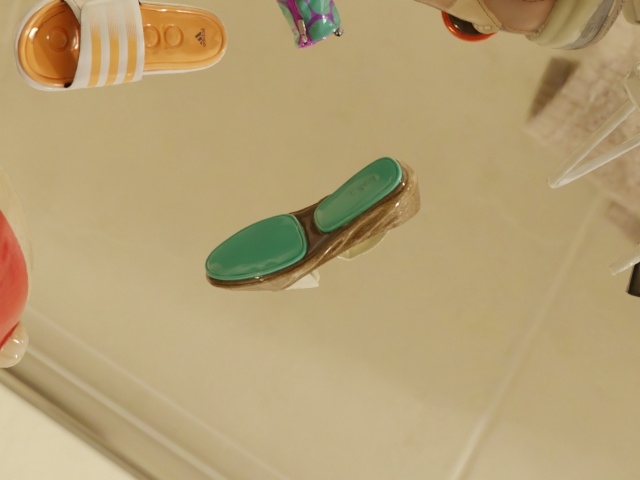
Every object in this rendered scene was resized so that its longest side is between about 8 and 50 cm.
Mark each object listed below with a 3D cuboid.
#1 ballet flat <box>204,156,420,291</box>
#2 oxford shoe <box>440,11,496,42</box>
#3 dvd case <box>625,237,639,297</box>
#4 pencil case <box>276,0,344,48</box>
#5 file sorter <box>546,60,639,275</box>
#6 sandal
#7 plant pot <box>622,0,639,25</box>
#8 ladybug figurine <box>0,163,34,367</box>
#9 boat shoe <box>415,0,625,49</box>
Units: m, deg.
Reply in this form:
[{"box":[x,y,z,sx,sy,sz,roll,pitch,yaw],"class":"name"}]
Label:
[{"box":[0.000,0.000,1.624,0.342,0.116,0.124,-31,137,10],"class":"ballet flat"},{"box":[0.228,-0.329,1.197,0.271,0.097,0.098,-44,-176,9],"class":"oxford shoe"},{"box":[0.353,-0.081,1.084,0.179,0.030,0.238,-39,141,-58],"class":"dvd case"},{"box":[-0.031,-0.301,1.301,0.151,0.065,0.070,61,34,-28],"class":"pencil case"},{"box":[0.291,0.015,0.626,0.193,0.277,0.173,-27,168,-17],"class":"file sorter"},{"box":[-0.199,-0.222,1.200,0.265,0.076,0.101,-13,102,-37],"class":"sandal"},{"box":[0.346,-0.347,0.821,0.323,0.323,0.280,-36,110,-51],"class":"plant pot"},{"box":[-0.401,-0.006,0.763,0.305,0.449,0.162,-53,-152,18],"class":"ladybug figurine"},{"box":[0.100,-0.221,0.465,0.123,0.117,0.324,-90,-173,-48],"class":"boat shoe"}]
